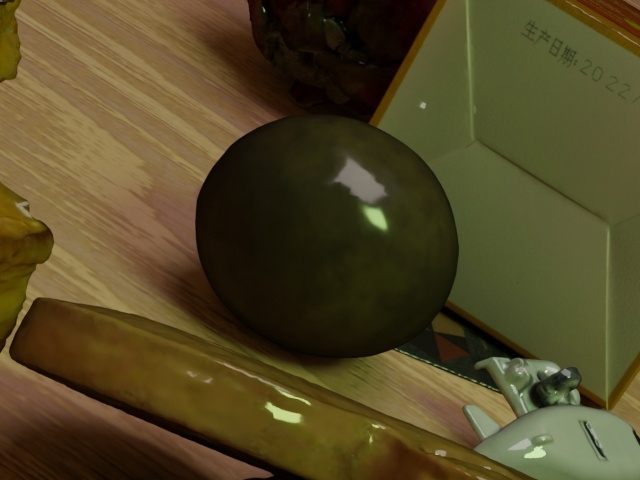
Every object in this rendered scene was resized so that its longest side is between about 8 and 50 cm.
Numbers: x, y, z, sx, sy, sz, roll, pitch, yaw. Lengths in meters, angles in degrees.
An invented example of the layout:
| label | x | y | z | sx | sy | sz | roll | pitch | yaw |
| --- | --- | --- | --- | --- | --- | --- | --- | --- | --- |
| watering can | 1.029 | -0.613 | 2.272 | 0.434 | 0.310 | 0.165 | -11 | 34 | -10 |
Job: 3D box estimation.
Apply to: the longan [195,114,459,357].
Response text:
| label | x | y | z | sx | sy | sz | roll | pitch | yaw |
| --- | --- | --- | --- | --- | --- | --- | --- | --- | --- |
| longan | 0.000 | 0.000 | 1.115 | 0.185 | 0.159 | 0.204 | 35 | -21 | -25 |

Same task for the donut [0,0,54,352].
| label | x | y | z | sx | sy | sz | roll | pitch | yaw |
| --- | --- | --- | --- | --- | --- | --- | --- | --- | --- |
| donut | -0.332 | -0.073 | 0.860 | 0.377 | 0.163 | 0.435 | 21 | 25 | -16 |

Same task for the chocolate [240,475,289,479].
| label | x | y | z | sx | sy | sz | roll | pitch | yaw |
| --- | --- | --- | --- | --- | --- | --- | --- | --- | --- |
| chocolate | 0.001 | 0.171 | 0.780 | 0.133 | 0.124 | 0.127 | 18 | 30 | 19 |

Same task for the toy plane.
| label | x | y | z | sx | sy | sz | roll | pitch | yaw |
| --- | --- | --- | --- | --- | --- | --- | --- | --- | --- |
| toy plane | 0.150 | 0.147 | 1.063 | 0.174 | 0.080 | 0.174 | 29 | 36 | -24 |

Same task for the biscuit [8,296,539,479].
| label | x | y | z | sx | sy | sz | roll | pitch | yaw |
| --- | --- | --- | --- | --- | --- | --- | --- | --- | --- |
| biscuit | 0.012 | 0.108 | 0.847 | 0.354 | 0.052 | 0.275 | 25 | -10 | -10 |

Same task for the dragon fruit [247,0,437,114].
| label | x | y | z | sx | sy | sz | roll | pitch | yaw |
| --- | --- | --- | --- | --- | --- | --- | --- | --- | --- |
| dragon fruit | 0.082 | -0.267 | 1.560 | 0.329 | 0.329 | 0.329 | 25 | 22 | -11 |

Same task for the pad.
| label | x | y | z | sx | sy | sz | roll | pitch | yaw |
| --- | --- | --- | --- | --- | --- | --- | --- | --- | --- |
| pad | 0.062 | 0.052 | 1.262 | 0.211 | 0.003 | 0.143 | 23 | 23 | -15 |

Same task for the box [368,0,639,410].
| label | x | y | z | sx | sy | sz | roll | pitch | yaw |
| --- | --- | --- | --- | --- | --- | --- | --- | --- | --- |
| box | 0.195 | -0.065 | 1.332 | 0.283 | 0.260 | 0.214 | 33 | 21 | 9 |
